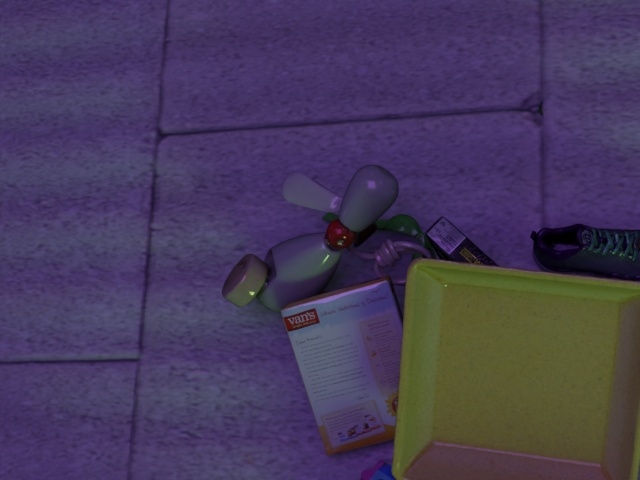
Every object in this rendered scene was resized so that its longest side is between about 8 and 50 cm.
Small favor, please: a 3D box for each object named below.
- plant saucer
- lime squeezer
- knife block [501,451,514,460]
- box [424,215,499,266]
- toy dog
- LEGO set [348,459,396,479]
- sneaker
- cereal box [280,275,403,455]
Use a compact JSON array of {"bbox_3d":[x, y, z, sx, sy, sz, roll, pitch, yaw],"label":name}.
[{"bbox_3d":[0.277,0.189,1.731,0.333,0.081,0.332,6,106,11],"label":"plant saucer"},{"bbox_3d":[0.132,0.029,1.988,0.110,0.059,0.310,-42,67,0],"label":"lime squeezer"},{"bbox_3d":[0.272,0.470,1.784,0.242,0.088,0.276,-45,66,-2],"label":"knife block"},{"bbox_3d":[0.247,0.062,1.874,0.045,0.184,0.191,-44,67,-4],"label":"box"},{"bbox_3d":[0.000,0.000,1.961,0.334,0.220,0.161,-28,30,18],"label":"toy dog"},{"bbox_3d":[0.156,0.374,1.850,0.227,0.087,0.093,30,57,20],"label":"LEGO set"},{"bbox_3d":[0.425,0.014,1.883,0.224,0.098,0.083,-2,72,16],"label":"sneaker"},{"bbox_3d":[0.057,0.189,1.907,0.173,0.047,0.240,-15,97,11],"label":"cereal box"}]
